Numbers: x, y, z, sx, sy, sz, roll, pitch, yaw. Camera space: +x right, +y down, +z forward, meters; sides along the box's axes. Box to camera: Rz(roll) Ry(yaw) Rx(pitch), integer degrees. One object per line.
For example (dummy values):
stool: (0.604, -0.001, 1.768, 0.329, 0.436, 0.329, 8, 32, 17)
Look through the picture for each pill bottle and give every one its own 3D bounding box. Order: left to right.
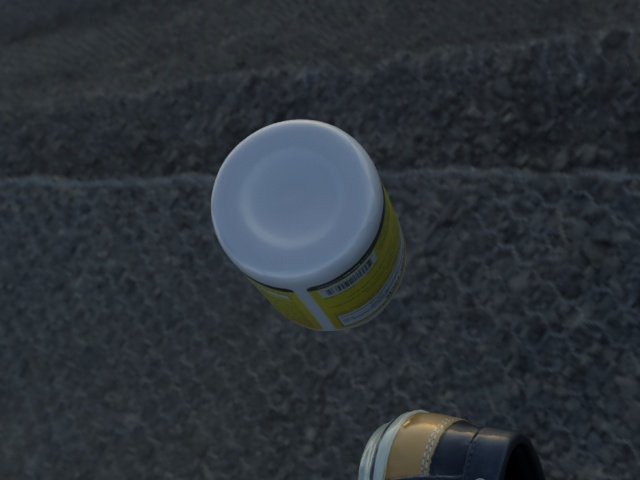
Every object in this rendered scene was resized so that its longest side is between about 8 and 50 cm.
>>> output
pill bottle: (0.000, 0.000, 1.505, 0.188, 0.334, 0.188, -3, 73, 10)

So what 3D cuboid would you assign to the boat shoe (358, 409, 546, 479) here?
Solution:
boat shoe: (0.188, 0.387, 1.198, 0.156, 0.500, 0.187, -11, 15, 34)
